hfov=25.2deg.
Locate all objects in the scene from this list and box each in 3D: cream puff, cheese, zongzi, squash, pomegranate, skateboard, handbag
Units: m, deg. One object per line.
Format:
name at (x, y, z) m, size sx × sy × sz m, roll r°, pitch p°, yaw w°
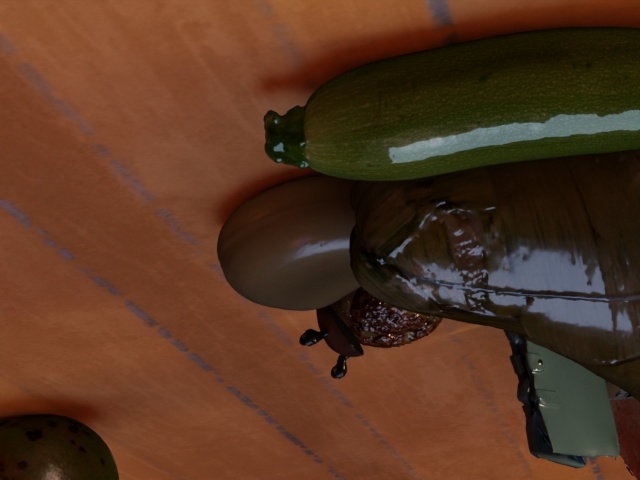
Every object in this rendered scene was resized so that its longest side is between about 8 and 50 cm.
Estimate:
cream puff at (0.080, 0.071, 1.606) m, size 0.149 × 0.084 × 0.149 m, roll -9°, pitch 158°, yaw -4°
cheese at (0.000, 0.000, 1.394) m, size 0.175 × 0.091 × 0.202 m, roll 12°, pitch 151°, yaw -43°
zongzi at (0.200, 0.066, 1.293) m, size 0.322 × 0.160 × 0.361 m, roll -13°, pitch 118°, yaw -2°
squash at (0.147, -0.111, 1.151) m, size 0.394 × 0.107 × 0.107 m, roll -7°, pitch 158°, yaw 5°
pomegranate at (-0.352, 0.366, 1.928) m, size 0.306 × 0.242 × 0.242 m, roll 27°, pitch 151°, yaw -4°
skateboard at (0.023, 0.066, 1.511) m, size 0.080 × 0.151 × 0.067 m, roll -31°, pitch 124°, yaw 18°
handbag at (0.276, 0.155, 1.694) m, size 0.057 × 0.221 × 0.144 m, roll -24°, pitch 154°, yaw 38°

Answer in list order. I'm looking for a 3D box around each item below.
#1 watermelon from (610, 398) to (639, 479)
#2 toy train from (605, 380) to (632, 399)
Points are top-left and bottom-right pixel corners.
watermelon at (0.522, 0.260, 2.109) m, size 0.310 × 0.231 × 0.193 m, roll -48°, pitch 170°, yaw -25°
toy train at (0.594, 0.166, 2.005) m, size 0.406 × 0.087 × 0.088 m, roll -4°, pitch 153°, yaw -10°
